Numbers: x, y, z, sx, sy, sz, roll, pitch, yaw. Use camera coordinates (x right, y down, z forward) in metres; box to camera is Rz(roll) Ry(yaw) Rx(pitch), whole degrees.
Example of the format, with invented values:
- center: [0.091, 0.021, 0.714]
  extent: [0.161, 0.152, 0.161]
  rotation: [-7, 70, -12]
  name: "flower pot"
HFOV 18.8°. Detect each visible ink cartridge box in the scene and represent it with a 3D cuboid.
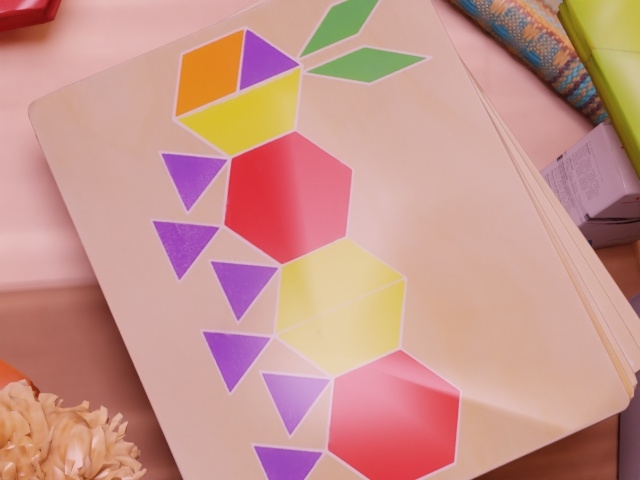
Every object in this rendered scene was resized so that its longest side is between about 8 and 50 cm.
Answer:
- center: [0.111, -0.023, 0.689]
  extent: [0.048, 0.083, 0.028]
  rotation: [-9, 74, -26]
  name: "ink cartridge box"

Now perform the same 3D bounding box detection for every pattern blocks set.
- center: [0.000, 0.000, 0.613]
  extent: [0.285, 0.026, 0.325]
  rotation: [-16, 73, -4]
  name: "pattern blocks set"

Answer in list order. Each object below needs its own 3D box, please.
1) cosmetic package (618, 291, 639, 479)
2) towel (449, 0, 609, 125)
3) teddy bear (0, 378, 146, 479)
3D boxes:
- center: [0.173, 0.124, 0.650]
  extent: [0.127, 0.107, 0.238]
  rotation: [15, 62, -18]
  name: "cosmetic package"
- center: [0.145, -0.163, 0.786]
  extent: [0.370, 0.040, 0.271]
  rotation: [39, 59, -5]
  name: "towel"
- center: [-0.184, 0.143, 0.460]
  extent: [0.338, 0.113, 0.245]
  rotation: [8, 77, -15]
  name: "teddy bear"
